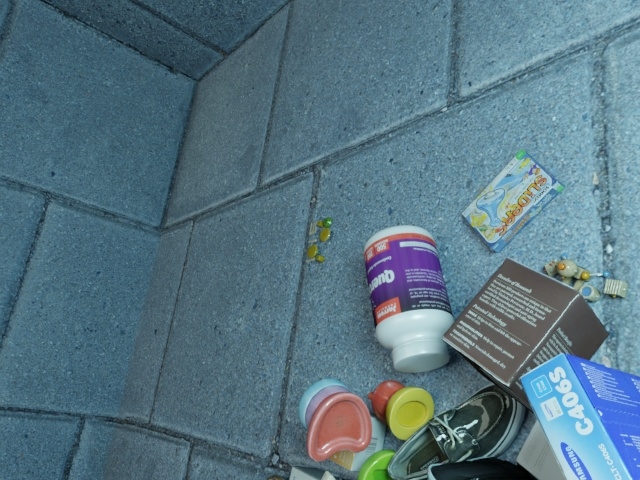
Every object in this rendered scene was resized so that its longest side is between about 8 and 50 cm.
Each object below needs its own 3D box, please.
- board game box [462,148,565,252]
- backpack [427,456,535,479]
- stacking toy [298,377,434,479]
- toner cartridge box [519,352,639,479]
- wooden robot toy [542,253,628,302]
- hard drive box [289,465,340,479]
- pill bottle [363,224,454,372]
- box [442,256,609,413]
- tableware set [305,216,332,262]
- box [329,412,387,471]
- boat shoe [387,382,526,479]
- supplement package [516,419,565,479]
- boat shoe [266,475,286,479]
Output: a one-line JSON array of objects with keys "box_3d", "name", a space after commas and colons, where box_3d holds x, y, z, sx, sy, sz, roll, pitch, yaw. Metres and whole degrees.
[{"box_3d": [0.430, -0.089, 1.178, 0.201, 0.035, 0.136, -52, 38, 23], "name": "board game box"}, {"box_3d": [0.286, 0.484, 0.885, 0.225, 0.254, 0.191, 24, 92, 54], "name": "backpack"}, {"box_3d": [0.080, 0.444, 1.172, 0.130, 0.309, 0.279, 16, 96, 63], "name": "stacking toy"}, {"box_3d": [0.433, 0.270, 0.719, 0.075, 0.348, 0.165, -46, 41, 31], "name": "toner cartridge box"}, {"box_3d": [0.481, 0.070, 0.991, 0.173, 0.079, 0.076, 34, 101, 55], "name": "wooden robot toy"}, {"box_3d": [0.007, 0.689, 1.292, 0.232, 0.089, 0.181, -2, 71, 52], "name": "hard drive box"}, {"box_3d": [0.208, 0.136, 1.230, 0.181, 0.182, 0.322, -36, 46, 38], "name": "pill bottle"}, {"box_3d": [0.376, 0.177, 0.959, 0.203, 0.168, 0.167, -50, 35, -4], "name": "box"}, {"box_3d": [0.000, 0.000, 1.718, 0.104, 0.024, 0.154, -17, 58, 45], "name": "tableware set"}, {"box_3d": [0.069, 0.490, 1.311, 0.171, 0.091, 0.130, -2, 72, 52], "name": "box"}, {"box_3d": [0.272, 0.408, 1.058, 0.335, 0.119, 0.121, -53, 38, 20], "name": "boat shoe"}, {"box_3d": [0.443, 0.381, 0.859, 0.179, 0.105, 0.105, 32, 99, 55], "name": "supplement package"}, {"box_3d": [-0.139, 0.809, 1.400, 0.123, 0.116, 0.324, -29, 51, 42], "name": "boat shoe"}]
